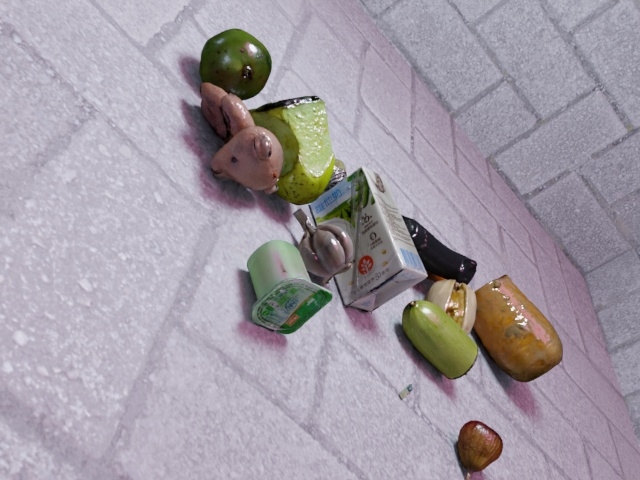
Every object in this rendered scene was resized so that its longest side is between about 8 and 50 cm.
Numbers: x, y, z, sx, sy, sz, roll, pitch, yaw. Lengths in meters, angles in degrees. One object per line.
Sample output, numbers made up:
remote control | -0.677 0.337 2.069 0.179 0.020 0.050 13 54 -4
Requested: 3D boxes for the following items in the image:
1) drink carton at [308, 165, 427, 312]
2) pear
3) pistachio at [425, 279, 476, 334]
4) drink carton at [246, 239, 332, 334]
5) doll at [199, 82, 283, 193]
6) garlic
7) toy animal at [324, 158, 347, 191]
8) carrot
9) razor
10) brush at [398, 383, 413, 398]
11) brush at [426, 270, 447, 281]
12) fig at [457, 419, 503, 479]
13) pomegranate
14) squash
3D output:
drink carton | 0.120 0.000 1.854 0.132 0.194 0.325 22 41 -51
pear | -0.092 -0.212 1.779 0.164 0.238 0.256 -19 101 -39
pistachio | 0.382 0.207 2.131 0.157 0.157 0.230 46 31 -18
drink carton | -0.083 0.086 1.485 0.144 0.146 0.142 29 28 -44
doll | -0.214 -0.230 1.653 0.303 0.156 0.201 45 -20 25
garlic | 0.000 0.000 1.723 0.127 0.131 0.194 72 -8 -75
toy animal | 0.029 -0.169 2.019 0.098 0.098 0.137 46 34 -19
carrot | 0.625 0.287 2.346 0.341 0.224 0.224 58 26 12
razor | 0.327 0.031 2.205 0.326 0.107 0.189 30 1 -32
brush | 0.214 0.373 1.785 0.016 0.013 0.083 61 28 7
brush | 0.372 0.119 2.349 0.314 0.017 0.090 22 42 -47
fig | 0.394 0.539 1.829 0.119 0.153 0.119 27 -6 3
pomegranate | -0.228 -0.453 1.842 0.187 0.187 0.225 37 5 -33
squash | 0.308 0.256 1.953 0.247 0.132 0.133 44 28 -20
